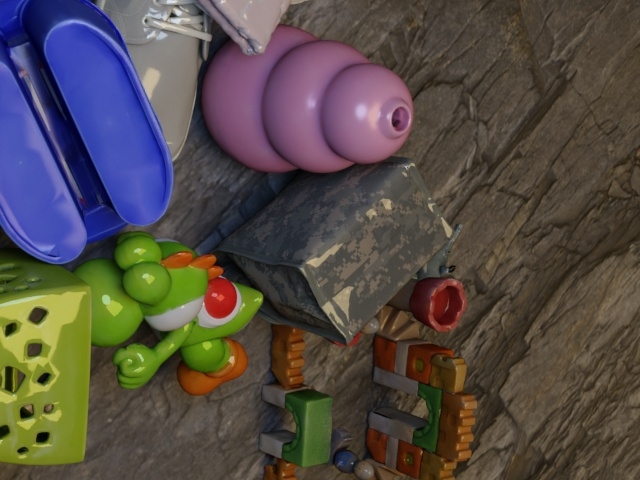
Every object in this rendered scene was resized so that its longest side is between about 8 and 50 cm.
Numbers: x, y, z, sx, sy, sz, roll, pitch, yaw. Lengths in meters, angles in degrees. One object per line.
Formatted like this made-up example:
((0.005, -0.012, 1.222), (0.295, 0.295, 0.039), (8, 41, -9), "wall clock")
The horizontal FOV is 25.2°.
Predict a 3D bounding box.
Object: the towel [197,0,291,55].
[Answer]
((-0.106, -0.454, 1.791), (0.317, 0.053, 0.332), (44, 62, -40), "towel")

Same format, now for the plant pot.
((-0.415, 0.143, 1.710), (0.207, 0.227, 0.228), (-5, 104, -35), "plant pot")

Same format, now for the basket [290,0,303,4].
((-0.076, -0.377, 1.965), (0.167, 0.113, 0.103), (-19, 115, -38), "basket")

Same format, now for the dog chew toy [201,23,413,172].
((-0.009, -0.183, 1.921), (0.206, 0.332, 0.207), (-11, 107, -40), "dog chew toy")

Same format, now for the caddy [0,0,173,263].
((-0.322, -0.139, 1.745), (0.241, 0.179, 0.341), (-24, 114, -7), "caddy")

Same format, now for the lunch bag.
((0.000, 0.000, 2.011), (0.235, 0.287, 0.169), (-44, 120, -22), "lunch bag")

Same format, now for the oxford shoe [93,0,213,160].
((-0.196, -0.314, 1.845), (0.169, 0.130, 0.449), (5, 94, -44), "oxford shoe")

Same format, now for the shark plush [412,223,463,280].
((0.197, 0.050, 2.353), (0.161, 0.067, 0.073), (-51, 129, -21), "shark plush")

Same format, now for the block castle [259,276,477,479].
((0.078, 0.280, 2.200), (0.303, 0.213, 0.453), (-5, 103, -42), "block castle")

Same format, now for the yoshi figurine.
((-0.222, 0.089, 1.856), (0.203, 0.203, 0.362), (-55, 158, -8), "yoshi figurine")

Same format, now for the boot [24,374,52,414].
((-0.361, 0.201, 1.892), (0.087, 0.042, 0.118), (-24, 116, -34), "boot")
